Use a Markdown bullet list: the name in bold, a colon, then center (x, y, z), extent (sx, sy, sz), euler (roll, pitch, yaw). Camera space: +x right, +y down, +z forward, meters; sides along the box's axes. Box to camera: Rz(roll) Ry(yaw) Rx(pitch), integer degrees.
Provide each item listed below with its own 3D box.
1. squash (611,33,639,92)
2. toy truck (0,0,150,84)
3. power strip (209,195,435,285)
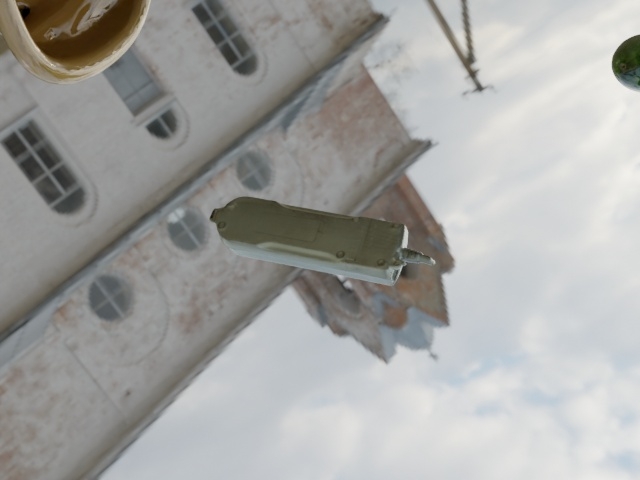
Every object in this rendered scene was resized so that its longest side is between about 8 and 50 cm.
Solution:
- **squash**: center (0.471, -0.235, 1.332), extent (0.082, 0.082, 0.292), euler (-24, 168, 36)
- **toy truck**: center (-0.250, -0.267, 0.701), extent (0.211, 0.288, 0.204), euler (13, -144, 20)
- **power strip**: center (0.000, 0.000, 0.799), extent (0.191, 0.030, 0.048), euler (11, -118, 16)
